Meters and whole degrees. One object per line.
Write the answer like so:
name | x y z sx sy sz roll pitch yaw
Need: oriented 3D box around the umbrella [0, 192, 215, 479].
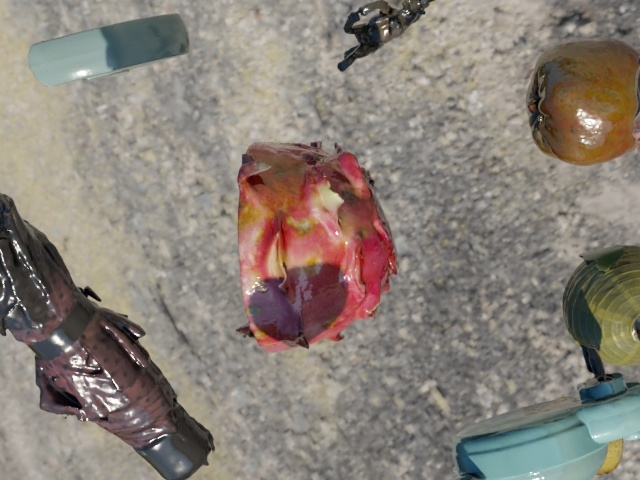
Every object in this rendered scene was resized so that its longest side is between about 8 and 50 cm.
umbrella | -0.197 0.079 0.821 0.090 0.094 0.326 -22 122 27

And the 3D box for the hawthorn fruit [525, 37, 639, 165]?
hawthorn fruit | 0.582 -0.291 2.100 0.268 0.300 0.268 163 90 -90

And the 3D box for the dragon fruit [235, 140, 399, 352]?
dragon fruit | 0.000 0.000 1.659 0.386 0.248 0.371 73 -164 -55

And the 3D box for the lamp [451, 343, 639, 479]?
lamp | 0.304 0.262 1.346 0.147 0.284 0.209 53 -172 6

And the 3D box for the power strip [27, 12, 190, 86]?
power strip | -0.235 -0.226 1.203 0.253 0.167 0.054 -75 -27 -78

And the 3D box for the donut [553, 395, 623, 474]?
donut | 0.464 0.341 1.811 0.166 0.184 0.073 22 117 28

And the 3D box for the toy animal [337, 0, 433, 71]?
toy animal | 0.118 -0.407 1.973 0.232 0.148 0.085 -35 77 34

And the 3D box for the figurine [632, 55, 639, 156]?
figurine | 0.409 -0.155 1.180 0.157 0.114 0.126 68 157 11

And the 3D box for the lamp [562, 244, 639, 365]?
lamp | 0.608 0.136 2.002 0.284 0.250 0.250 -98 -7 -73
